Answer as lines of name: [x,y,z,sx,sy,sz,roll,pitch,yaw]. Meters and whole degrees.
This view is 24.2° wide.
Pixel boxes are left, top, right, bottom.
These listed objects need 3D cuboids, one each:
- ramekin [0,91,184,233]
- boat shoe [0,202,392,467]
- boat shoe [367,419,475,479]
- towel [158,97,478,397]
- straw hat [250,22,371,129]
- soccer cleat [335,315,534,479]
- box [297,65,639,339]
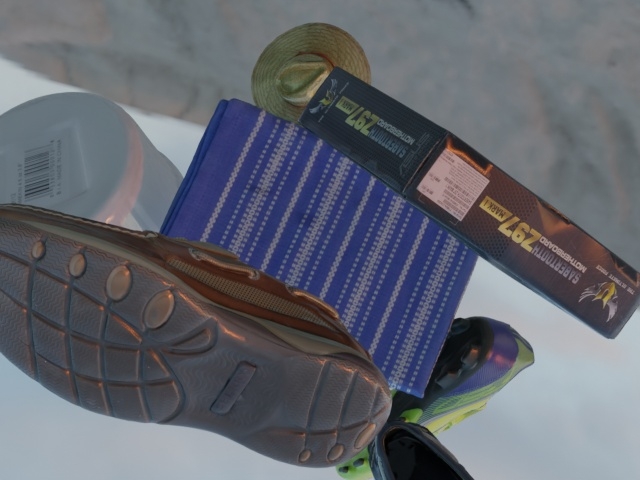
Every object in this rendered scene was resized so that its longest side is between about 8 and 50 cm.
ramekin: [-0.301,-0.041,1.731,0.277,0.277,0.135,23,156,31]
boat shoe: [-0.101,0.056,1.033,0.324,0.123,0.116,28,-156,-27]
boat shoe: [0.127,0.259,1.255,0.254,0.095,0.079,59,177,21]
towel: [0.000,0.000,1.629,0.336,0.243,0.040,22,162,5]
straw hat: [-0.018,-0.184,1.707,0.144,0.145,0.061,19,-176,12]
soccer cleat: [0.127,0.194,1.700,0.121,0.289,0.093,21,-142,-34]
box: [0.113,-0.029,1.114,0.232,0.059,0.183,34,-176,-32]
